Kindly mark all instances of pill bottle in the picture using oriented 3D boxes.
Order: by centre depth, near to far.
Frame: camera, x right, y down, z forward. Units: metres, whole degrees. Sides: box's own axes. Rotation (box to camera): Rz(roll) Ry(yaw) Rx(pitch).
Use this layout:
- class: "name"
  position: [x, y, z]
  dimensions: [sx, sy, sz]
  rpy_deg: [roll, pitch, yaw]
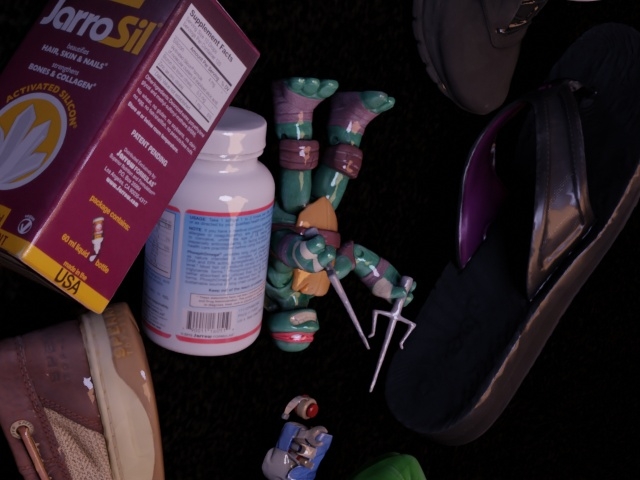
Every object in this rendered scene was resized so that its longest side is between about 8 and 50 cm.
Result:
- class: "pill bottle"
  position: [-0.077, -0.008, 0.865]
  dimensions: [0.087, 0.087, 0.160]
  rpy_deg: [-18, 122, -48]

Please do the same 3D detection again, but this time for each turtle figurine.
- class: "turtle figurine"
  position: [0.000, 0.000, 0.951]
  dimensions: [0.175, 0.118, 0.234]
  rpy_deg: [3, 90, -69]

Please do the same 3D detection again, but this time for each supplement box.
- class: "supplement box"
  position: [-0.135, -0.067, 0.739]
  dimensions: [0.188, 0.104, 0.081]
  rpy_deg: [-60, 144, -12]

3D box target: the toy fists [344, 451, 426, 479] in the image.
- class: "toy fists"
  position: [0.028, 0.299, 1.122]
  dimensions: [0.142, 0.096, 0.279]
  rpy_deg: [-39, 154, -44]

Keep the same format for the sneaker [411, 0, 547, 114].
- class: "sneaker"
  position: [0.154, -0.231, 1.022]
  dimensions: [0.109, 0.130, 0.286]
  rpy_deg: [-34, 134, -42]

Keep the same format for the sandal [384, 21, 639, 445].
- class: "sandal"
  position: [0.187, -0.024, 1.163]
  dimensions: [0.107, 0.167, 0.446]
  rpy_deg: [36, 77, -37]

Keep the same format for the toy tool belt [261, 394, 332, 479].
- class: "toy tool belt"
  position: [-0.011, 0.181, 1.088]
  dimensions: [0.052, 0.051, 0.083]
  rpy_deg: [26, 86, -56]

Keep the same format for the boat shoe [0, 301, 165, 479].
- class: "boat shoe"
  position: [-0.170, 0.194, 0.850]
  dimensions: [0.123, 0.123, 0.342]
  rpy_deg: [-11, 130, -17]
